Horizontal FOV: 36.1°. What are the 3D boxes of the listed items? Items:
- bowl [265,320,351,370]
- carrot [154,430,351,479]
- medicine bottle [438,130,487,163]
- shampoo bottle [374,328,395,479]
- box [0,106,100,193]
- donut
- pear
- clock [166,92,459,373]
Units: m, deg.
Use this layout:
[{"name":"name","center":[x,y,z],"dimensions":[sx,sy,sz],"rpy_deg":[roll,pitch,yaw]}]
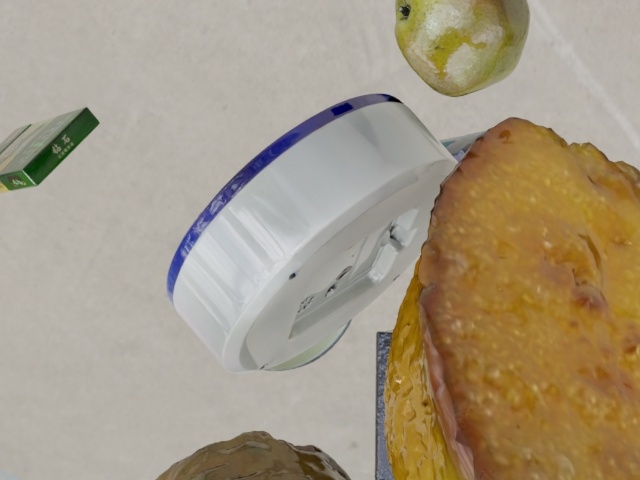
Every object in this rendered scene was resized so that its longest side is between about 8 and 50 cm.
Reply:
[{"name":"bowl","center":[-0.073,0.053,1.380],"dimensions":[0.238,0.238,0.126],"rpy_deg":[51,164,-30]},{"name":"carrot","center":[-0.034,0.328,0.811],"dimensions":[0.241,0.341,0.242],"rpy_deg":[-9,118,-17]},{"name":"medicine bottle","center":[0.142,-0.086,1.262],"dimensions":[0.258,0.124,0.079],"rpy_deg":[-3,111,55]},{"name":"shampoo bottle","center":[0.130,0.293,1.526],"dimensions":[0.071,0.098,0.310],"rpy_deg":[2,91,34]},{"name":"box","center":[-0.411,-0.119,1.368],"dimensions":[0.235,0.132,0.034],"rpy_deg":[-3,132,51]},{"name":"donut","center":[0.218,0.148,0.574],"dimensions":[0.435,0.378,0.163],"rpy_deg":[26,141,-3]},{"name":"pear","center":[0.144,-0.216,0.945],"dimensions":[0.141,0.141,0.104],"rpy_deg":[33,143,-17]},{"name":"clock","center":[0.000,0.000,0.731],"dimensions":[0.083,0.230,0.230],"rpy_deg":[48,135,16]}]
